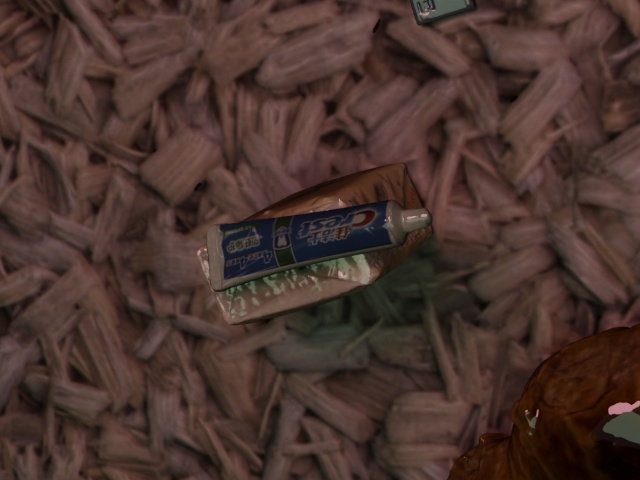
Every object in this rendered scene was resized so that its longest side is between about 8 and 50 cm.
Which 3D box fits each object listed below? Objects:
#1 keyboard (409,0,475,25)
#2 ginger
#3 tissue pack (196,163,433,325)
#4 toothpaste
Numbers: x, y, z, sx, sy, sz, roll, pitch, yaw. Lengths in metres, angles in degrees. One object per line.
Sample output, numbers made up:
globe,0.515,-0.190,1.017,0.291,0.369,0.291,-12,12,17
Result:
keyboard,0.086,-0.282,1.305,0.055,0.014,0.176,-15,99,20
ginger,0.281,0.215,1.295,0.274,0.152,0.357,35,118,0
tissue pack,0.000,0.000,1.308,0.148,0.196,0.092,-19,94,21
toothpaste,-0.004,-0.001,1.185,0.197,0.035,0.057,-11,79,22
